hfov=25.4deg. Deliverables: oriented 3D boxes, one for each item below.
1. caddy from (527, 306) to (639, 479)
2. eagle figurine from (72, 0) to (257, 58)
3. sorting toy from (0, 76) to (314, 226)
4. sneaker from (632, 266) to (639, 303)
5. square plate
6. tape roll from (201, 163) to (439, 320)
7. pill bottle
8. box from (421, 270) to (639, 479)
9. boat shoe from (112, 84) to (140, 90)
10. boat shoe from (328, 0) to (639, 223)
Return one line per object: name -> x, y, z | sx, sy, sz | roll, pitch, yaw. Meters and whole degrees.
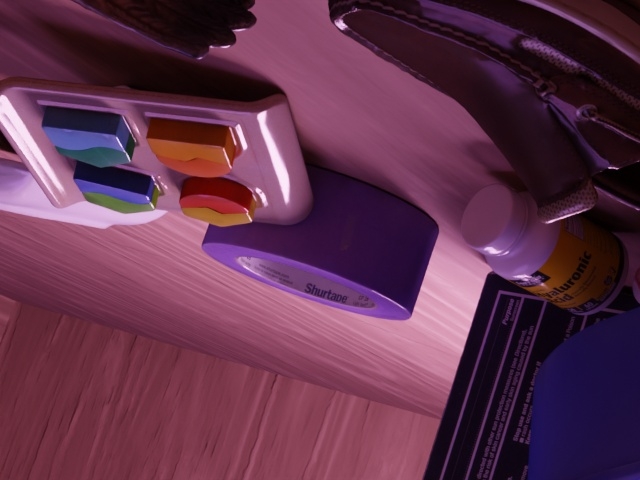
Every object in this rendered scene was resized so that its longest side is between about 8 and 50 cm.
caddy -> 0.285, 0.156, 0.888 | 0.341, 0.179, 0.241 | -25, 132, 33
eagle figurine -> -0.186, -0.141, 0.590 | 0.226, 0.298, 0.225 | -113, 4, -57
sorting toy -> -0.117, -0.055, 1.032 | 0.208, 0.038, 0.193 | 3, 158, 8
sneaker -> 0.259, 0.028, 0.993 | 0.051, 0.070, 0.134 | 11, -160, -5
square plate -> -0.352, -0.065, 1.366 | 0.347, 0.049, 0.344 | 12, 179, 14
tape roll -> 0.000, 0.000, 1.202 | 0.189, 0.080, 0.189 | 18, 171, 3
pill bottle -> 0.154, 0.004, 0.983 | 0.116, 0.065, 0.065 | 26, 168, -33
box -> 0.258, 0.203, 1.202 | 0.294, 0.296, 0.182 | 9, 167, 46
boat shoe -> -0.172, -0.086, 1.131 | 0.063, 0.066, 0.184 | 27, 158, -33
boat shoe -> 0.118, -0.055, 0.647 | 0.257, 0.095, 0.095 | 20, 170, -5
